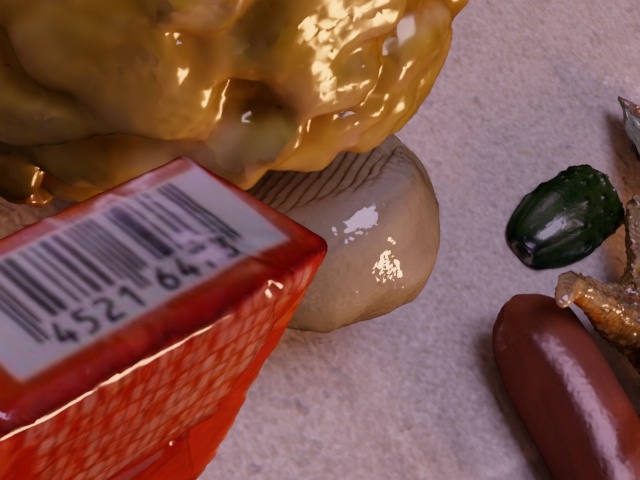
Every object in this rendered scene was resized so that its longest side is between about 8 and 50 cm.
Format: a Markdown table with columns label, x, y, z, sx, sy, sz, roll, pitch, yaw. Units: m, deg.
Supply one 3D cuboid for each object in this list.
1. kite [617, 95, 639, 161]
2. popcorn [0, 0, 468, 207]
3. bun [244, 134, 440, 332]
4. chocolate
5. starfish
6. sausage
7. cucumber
| label | x | y | z | sx | sy | sz | roll | pitch | yaw |
| --- | --- | --- | --- | --- | --- | --- | --- | --- | --- |
| kite | 0.329 | -0.018 | 1.398 | 0.268 | 0.013 | 0.323 | 46 | 34 | 8 |
| popcorn | -0.104 | -0.205 | 1.032 | 0.344 | 0.390 | 0.354 | -14 | 105 | -27 |
| bun | 0.000 | 0.000 | 1.124 | 0.173 | 0.166 | 0.113 | -28 | 121 | -35 |
| chocolate | -0.139 | 0.086 | 0.905 | 0.108 | 0.235 | 0.237 | 44 | 46 | 16 |
| starfish | 0.260 | 0.093 | 1.251 | 0.302 | 0.060 | 0.299 | 4 | 53 | -55 |
| sausage | 0.178 | 0.123 | 1.193 | 0.077 | 0.077 | 0.194 | -13 | 69 | -39 |
| cucumber | 0.186 | -0.017 | 1.319 | 0.067 | 0.035 | 0.107 | 51 | 48 | 4 |
